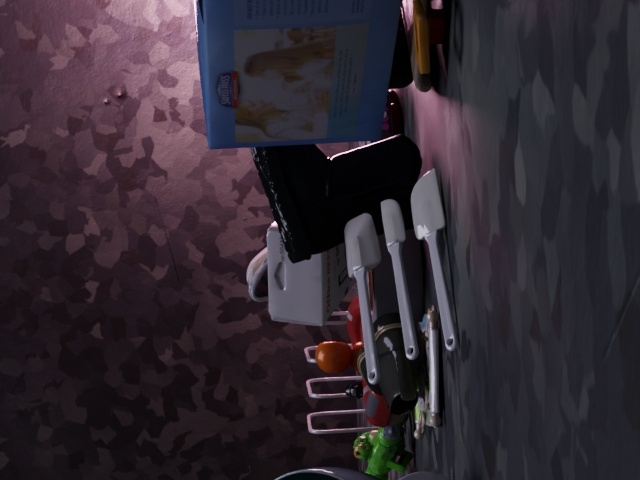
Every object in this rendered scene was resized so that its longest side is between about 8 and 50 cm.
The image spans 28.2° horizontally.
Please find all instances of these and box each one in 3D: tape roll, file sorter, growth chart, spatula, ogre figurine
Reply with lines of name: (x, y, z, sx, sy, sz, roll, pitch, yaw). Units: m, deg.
tape roll: (0.110, 0.057, 1.933, 0.219, 0.072, 0.219, 178, 90, -89)
file sorter: (0.058, 0.204, 2.334, 0.193, 0.173, 0.277, -123, 31, -86)
growth chart: (0.146, 0.182, 1.748, 0.237, 0.021, 0.172, 97, 171, -78)
spatula: (0.097, 0.049, 1.560, 0.019, 0.168, 0.242, 25, -132, -43)
ogre figurine: (0.110, 0.337, 2.136, 0.197, 0.097, 0.118, -55, 7, 28)

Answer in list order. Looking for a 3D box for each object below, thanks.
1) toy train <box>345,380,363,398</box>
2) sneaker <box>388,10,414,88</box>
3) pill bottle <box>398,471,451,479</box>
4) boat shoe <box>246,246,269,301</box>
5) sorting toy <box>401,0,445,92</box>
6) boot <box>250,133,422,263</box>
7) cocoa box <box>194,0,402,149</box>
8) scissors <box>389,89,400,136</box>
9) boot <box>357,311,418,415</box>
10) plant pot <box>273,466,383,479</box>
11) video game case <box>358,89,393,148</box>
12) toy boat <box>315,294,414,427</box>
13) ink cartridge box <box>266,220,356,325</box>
toy train: (0.093, 0.243, 2.167, 0.158, 0.036, 0.027, -10, -82, -53)
sneaker: (0.082, -0.338, 1.763, 0.281, 0.106, 0.162, -93, 4, -52)
pill bottle: (0.110, 0.337, 1.412, 0.216, 0.121, 0.121, 90, 177, -59)
boat shoe: (-0.003, -0.001, 2.321, 0.118, 0.320, 0.103, 52, -174, -11)
sorting toy: (0.119, -0.298, 1.476, 0.347, 0.047, 0.196, -94, -2, -46)
boot: (0.022, -0.109, 1.705, 0.094, 0.207, 0.246, 162, 89, -78)
cocoa box: (-0.035, -0.298, 1.518, 0.347, 0.231, 0.228, 95, 169, -58)
scissors: (0.120, -0.127, 2.192, 0.109, 0.021, 0.297, -97, 6, -48)
boot: (0.100, 0.211, 1.835, 0.198, 0.077, 0.137, 90, 173, -56)
plant pot: (0.051, 0.472, 1.925, 0.195, 0.290, 0.290, -5, -87, -57)
video game case: (0.089, -0.189, 2.135, 0.232, 0.042, 0.210, -104, 9, -74)
toy boat: (0.066, 0.186, 2.057, 0.231, 0.151, 0.151, -95, 12, -48)
ink cartridge box: (-0.002, 0.015, 1.855, 0.203, 0.086, 0.148, -51, -36, -58)
